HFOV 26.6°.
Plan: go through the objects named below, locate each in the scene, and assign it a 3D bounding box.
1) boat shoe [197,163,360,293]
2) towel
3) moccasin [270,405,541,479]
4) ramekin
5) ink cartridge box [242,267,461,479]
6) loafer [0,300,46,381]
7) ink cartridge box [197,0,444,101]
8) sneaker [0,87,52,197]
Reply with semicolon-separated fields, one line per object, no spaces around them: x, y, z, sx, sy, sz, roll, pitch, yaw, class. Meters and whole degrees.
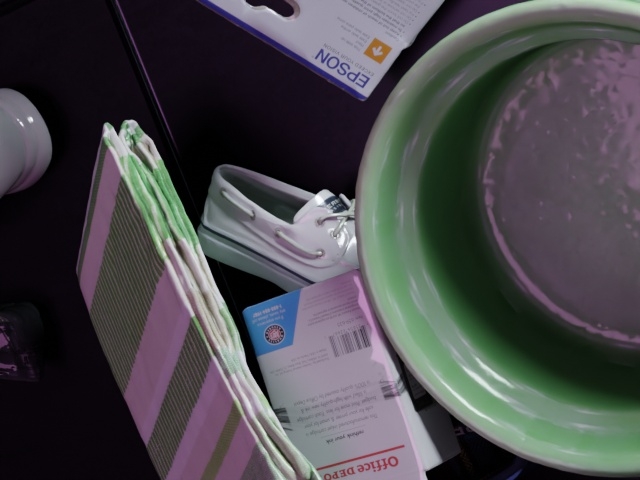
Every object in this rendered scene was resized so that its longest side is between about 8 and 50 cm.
0.000;0.000;1.022;0.226;0.083;0.076;16;116;25;boat shoe
-0.106;0.100;1.037;0.325;0.038;0.248;60;151;23;towel
0.033;0.168;1.045;0.342;0.117;0.138;-33;90;34;moccasin
0.188;-0.016;0.872;0.303;0.148;0.303;10;113;26;ramekin
0.027;0.115;0.945;0.104;0.060;0.180;-20;86;31;ink cartridge box
-0.353;0.106;1.264;0.223;0.076;0.078;-6;97;27;loafer
0.003;-0.235;0.903;0.223;0.045;0.224;30;122;-16;ink cartridge box
-0.372;-0.031;1.182;0.305;0.152;0.114;-34;91;35;sneaker
